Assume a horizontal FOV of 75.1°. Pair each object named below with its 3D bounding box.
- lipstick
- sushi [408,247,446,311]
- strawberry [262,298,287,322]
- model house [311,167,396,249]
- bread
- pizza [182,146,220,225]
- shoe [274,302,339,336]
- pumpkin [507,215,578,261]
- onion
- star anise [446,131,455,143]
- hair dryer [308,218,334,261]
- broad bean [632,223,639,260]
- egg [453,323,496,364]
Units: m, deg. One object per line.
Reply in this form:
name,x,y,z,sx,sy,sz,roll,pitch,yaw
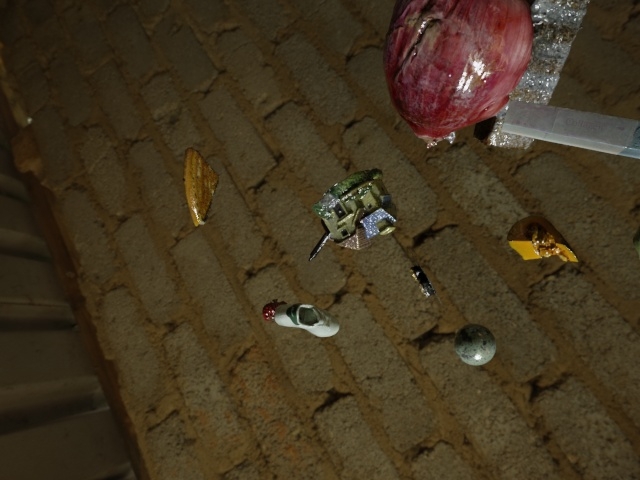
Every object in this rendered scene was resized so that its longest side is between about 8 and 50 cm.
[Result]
lipstick,0.591,-0.257,0.956,0.317,0.066,0.068,18,-175,20
sushi,0.347,0.138,1.432,0.192,0.040,0.210,54,-170,-39
strawberry,-0.221,0.360,2.082,0.145,0.145,0.086,48,-168,-54
model house,0.161,-0.112,1.773,0.261,0.321,0.266,-16,-105,-55
bread,0.559,-0.456,1.130,0.113,0.165,0.416,-112,26,-55
pizza,-0.288,-0.149,1.012,0.176,0.036,0.184,-79,-12,-58
shoe,-0.020,0.354,1.886,0.363,0.160,0.131,21,-115,-36
pumpkin,0.922,0.017,1.766,0.139,0.190,0.280,44,-156,-22
onion,0.187,-0.259,0.662,0.227,0.120,0.283,33,141,28
star anise,0.376,-0.431,1.216,0.218,0.227,0.148,38,-136,-4
hair dryer,0.000,0.000,2.050,0.070,0.255,0.128,16,-146,-35
broad bean,1.082,0.005,1.351,0.228,0.169,0.100,42,159,-28
egg,0.514,0.351,1.393,0.132,0.132,0.172,60,170,33
